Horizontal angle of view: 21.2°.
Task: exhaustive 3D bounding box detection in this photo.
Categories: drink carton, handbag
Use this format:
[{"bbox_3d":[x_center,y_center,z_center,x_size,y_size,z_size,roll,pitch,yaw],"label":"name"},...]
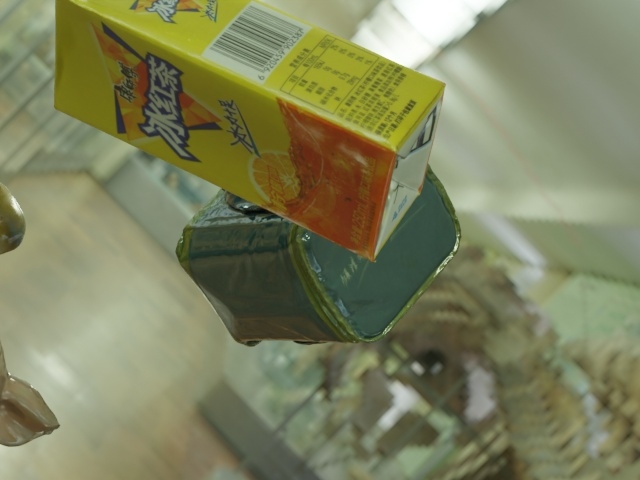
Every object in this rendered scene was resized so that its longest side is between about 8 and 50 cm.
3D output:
[{"bbox_3d":[-0.073,-0.131,1.568,0.351,0.111,0.154,25,-41,14],"label":"drink carton"},{"bbox_3d":[0.000,0.000,2.037,0.241,0.263,0.222,-1,-54,50],"label":"handbag"}]

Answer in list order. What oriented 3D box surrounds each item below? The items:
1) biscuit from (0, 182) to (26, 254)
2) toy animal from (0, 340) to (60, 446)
[{"bbox_3d":[-0.495,-0.044,1.883,0.237,0.291,0.062,55,-30,25],"label":"biscuit"},{"bbox_3d":[-0.348,0.113,1.217,0.195,0.256,0.213,51,-16,11],"label":"toy animal"}]
